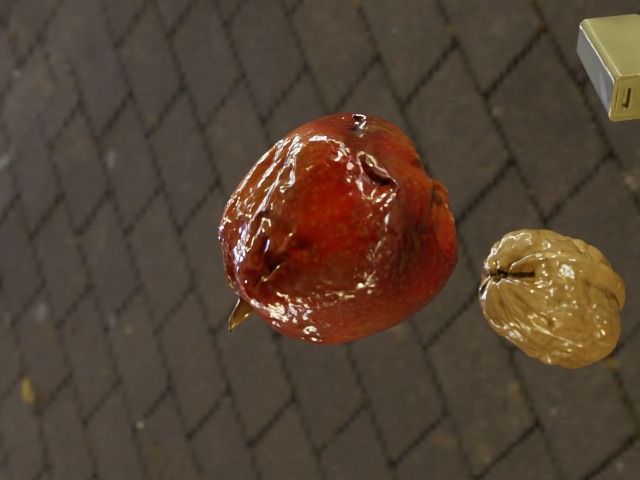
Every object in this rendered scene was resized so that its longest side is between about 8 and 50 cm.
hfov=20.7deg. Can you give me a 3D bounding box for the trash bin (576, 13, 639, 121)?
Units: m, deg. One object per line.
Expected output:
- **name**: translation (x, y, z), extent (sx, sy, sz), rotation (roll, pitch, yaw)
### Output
- **trash bin**: translation (0.245, -0.141, 1.398), extent (0.092, 0.061, 0.043), rotation (-110, 17, -48)

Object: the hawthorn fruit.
- **hawthorn fruit**: translation (0.011, -0.010, 1.306), extent (0.179, 0.173, 0.173), rotation (-6, 80, 26)

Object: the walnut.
- **walnut**: translation (0.140, 0.034, 1.042), extent (0.082, 0.096, 0.079), rotation (-35, 41, 40)
